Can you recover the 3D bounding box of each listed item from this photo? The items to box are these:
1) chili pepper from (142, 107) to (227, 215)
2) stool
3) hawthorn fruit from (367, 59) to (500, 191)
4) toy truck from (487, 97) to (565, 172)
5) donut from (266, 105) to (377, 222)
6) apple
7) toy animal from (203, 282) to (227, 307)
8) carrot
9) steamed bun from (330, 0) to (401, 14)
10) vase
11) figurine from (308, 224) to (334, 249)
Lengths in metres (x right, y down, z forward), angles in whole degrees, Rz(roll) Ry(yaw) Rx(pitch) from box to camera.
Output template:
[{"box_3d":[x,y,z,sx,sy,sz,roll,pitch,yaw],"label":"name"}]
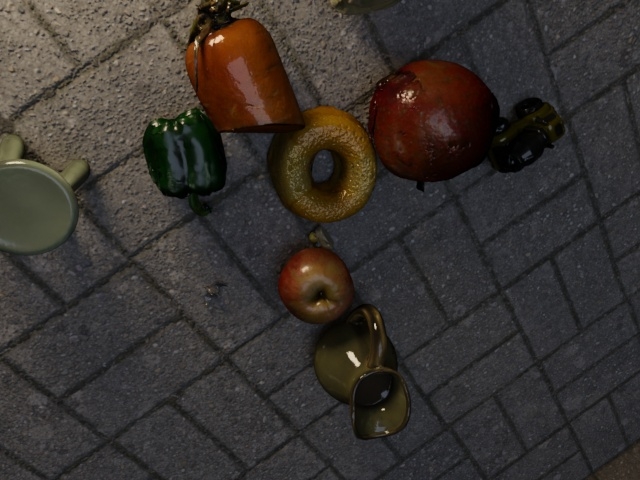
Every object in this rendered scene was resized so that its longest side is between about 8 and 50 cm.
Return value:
[{"box_3d":[-0.289,-0.158,1.173,0.174,0.165,0.261,-21,121,-22],"label":"chili pepper"},{"box_3d":[-0.594,-0.095,1.076,0.195,0.198,0.195,21,107,-24],"label":"stool"},{"box_3d":[0.268,-0.281,1.236,0.316,0.316,0.315,-7,115,-16],"label":"hawthorn fruit"},{"box_3d":[0.559,-0.274,1.400,0.224,0.165,0.147,-33,118,-3],"label":"toy truck"},{"box_3d":[0.017,-0.175,1.296,0.303,0.110,0.302,-7,114,-15],"label":"donut"},{"box_3d":[-0.010,0.120,1.381,0.210,0.164,0.209,-3,115,-7],"label":"apple"},{"box_3d":[-0.288,0.138,1.375,0.084,0.028,0.050,-45,127,4],"label":"toy animal"},{"box_3d":[-0.182,-0.355,1.095,0.214,0.193,0.331,-28,110,-25],"label":"carrot"},{"box_3d":[0.127,-0.609,1.048,0.268,0.207,0.280,-42,138,-5],"label":"steamed bun"},{"box_3d":[0.122,0.333,1.445,0.241,0.302,0.329,-1,112,-17],"label":"vase"},{"box_3d":[0.000,0.000,1.406,0.051,0.047,0.083,-28,120,13],"label":"figurine"}]
